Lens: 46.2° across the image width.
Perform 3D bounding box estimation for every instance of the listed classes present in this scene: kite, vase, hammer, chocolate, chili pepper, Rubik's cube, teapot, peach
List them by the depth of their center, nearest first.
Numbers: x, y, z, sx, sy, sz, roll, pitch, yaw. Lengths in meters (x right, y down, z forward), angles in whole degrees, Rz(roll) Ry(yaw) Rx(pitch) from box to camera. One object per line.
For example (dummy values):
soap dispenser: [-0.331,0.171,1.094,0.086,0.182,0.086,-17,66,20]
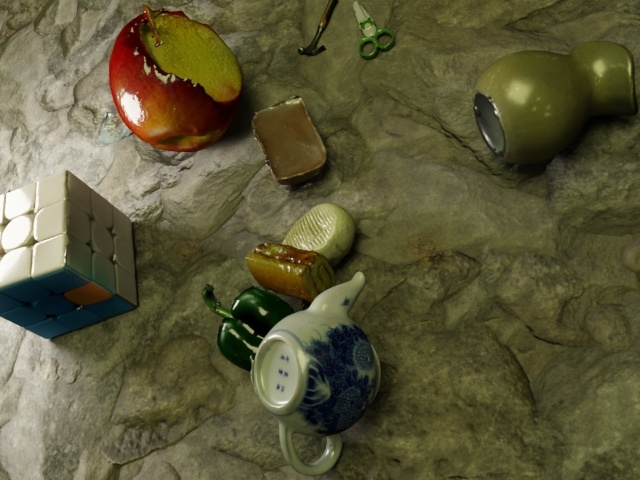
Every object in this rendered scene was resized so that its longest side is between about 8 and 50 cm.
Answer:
teapot: [0.016,0.267,1.517,0.252,0.280,0.424,9,91,48]
vase: [0.487,-0.328,1.664,0.302,0.241,0.329,-23,30,-3]
chili pepper: [-0.156,0.185,1.690,0.261,0.165,0.173,29,98,32]
Rubik's cube: [-0.673,0.044,1.916,0.292,0.290,0.291,-20,58,14]
chocolate: [-0.078,-0.242,1.929,0.161,0.083,0.261,-17,58,-5]
peach: [-0.397,-0.409,2.014,0.310,0.335,0.406,-48,64,35]
hammer: [0.007,-0.607,2.120,0.078,0.021,0.201,14,72,29]
kite: [-0.565,-0.357,2.246,0.245,0.015,0.141,-10,62,23]

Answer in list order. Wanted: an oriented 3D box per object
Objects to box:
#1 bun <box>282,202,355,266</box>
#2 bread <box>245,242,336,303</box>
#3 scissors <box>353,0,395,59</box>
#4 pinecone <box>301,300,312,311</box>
bun: [0.000,0.000,1.757,0.188,0.111,0.164,-43,43,7]
bread: [-0.061,0.069,1.648,0.172,0.132,0.103,11,54,38]
scissors: [0.131,-0.583,2.049,0.101,0.027,0.204,-24,59,9]
pinecone: [-0.011,0.146,1.700,0.077,0.077,0.083,-46,38,-4]
